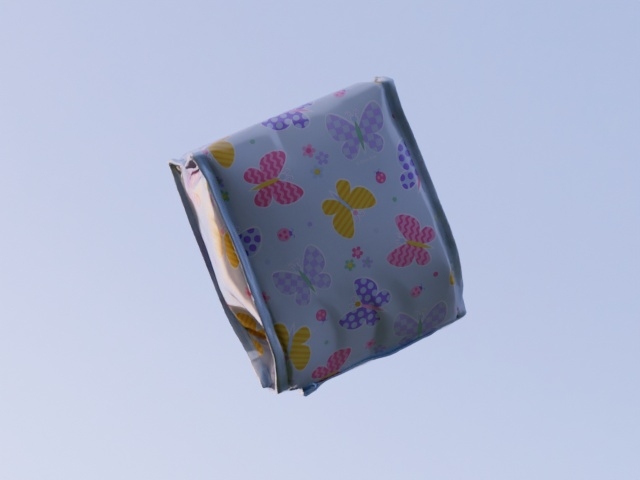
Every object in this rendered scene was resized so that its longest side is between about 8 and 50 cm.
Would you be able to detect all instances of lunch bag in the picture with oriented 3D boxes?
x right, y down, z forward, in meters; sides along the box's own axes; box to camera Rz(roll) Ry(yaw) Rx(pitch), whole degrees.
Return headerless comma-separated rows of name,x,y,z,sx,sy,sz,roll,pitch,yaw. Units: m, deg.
lunch bag,0.000,0.000,0.577,0.083,0.071,0.053,67,-15,-4
